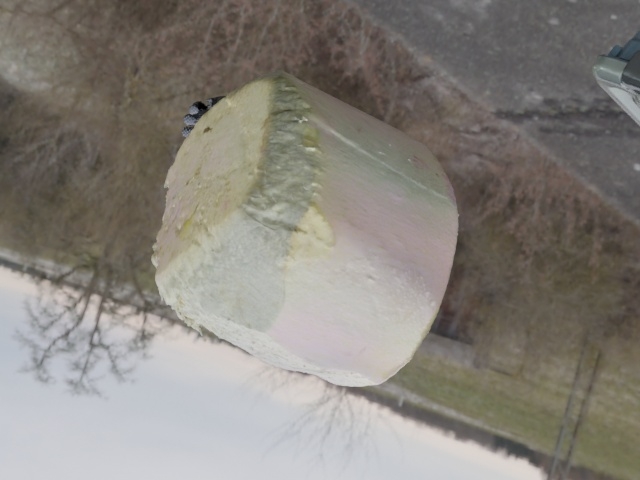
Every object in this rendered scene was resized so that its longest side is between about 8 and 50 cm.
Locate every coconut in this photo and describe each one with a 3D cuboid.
[{"bbox_3d":[0.000,0.000,0.864,0.309,0.298,0.297,27,170,-31],"label":"coconut"}]

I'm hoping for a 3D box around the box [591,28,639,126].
[{"bbox_3d":[0.349,-0.108,0.665,0.227,0.130,0.162,27,-170,-37],"label":"box"}]

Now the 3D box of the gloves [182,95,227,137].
[{"bbox_3d":[-0.176,-0.198,1.459,0.106,0.129,0.180,-21,-170,-25],"label":"gloves"}]
